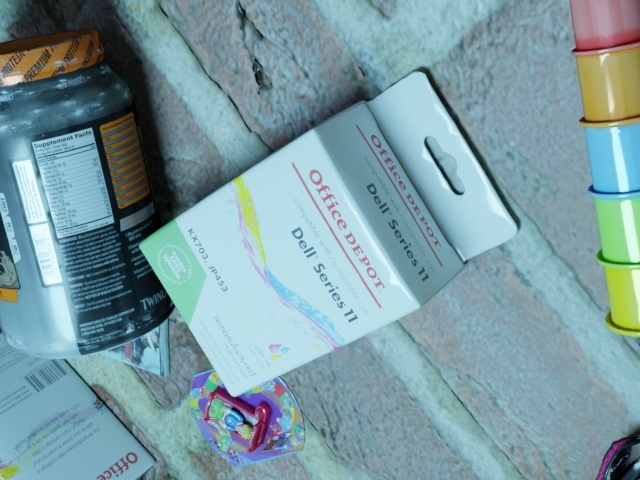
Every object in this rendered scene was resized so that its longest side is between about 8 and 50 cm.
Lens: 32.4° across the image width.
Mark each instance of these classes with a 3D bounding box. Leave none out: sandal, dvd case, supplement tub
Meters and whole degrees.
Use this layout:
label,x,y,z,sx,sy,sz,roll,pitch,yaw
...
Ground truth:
label,x,y,z,sx,sy,sz,roll,pitch,yaw
sandal,0.293,0.230,1.093,0.040,0.067,0.179,44,130,22
dvd case,-0.244,0.119,1.405,0.119,0.013,0.087,15,117,25
supplement tub,-0.293,-0.055,1.239,0.207,0.207,0.338,1,110,31

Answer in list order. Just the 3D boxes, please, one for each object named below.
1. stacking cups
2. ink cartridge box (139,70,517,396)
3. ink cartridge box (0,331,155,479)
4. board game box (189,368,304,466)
label,x,y,z,sx,sy,sz,roll,pitch,yaw
stacking cups,0.274,-0.077,0.952,0.096,0.096,0.316,-2,109,32
ink cartridge box,0.000,0.000,1.136,0.353,0.119,0.207,-30,93,37
ink cartridge box,-0.405,0.291,1.464,0.270,0.198,0.197,46,126,7
board game box,-0.101,0.219,1.348,0.168,0.033,0.133,-21,99,36
